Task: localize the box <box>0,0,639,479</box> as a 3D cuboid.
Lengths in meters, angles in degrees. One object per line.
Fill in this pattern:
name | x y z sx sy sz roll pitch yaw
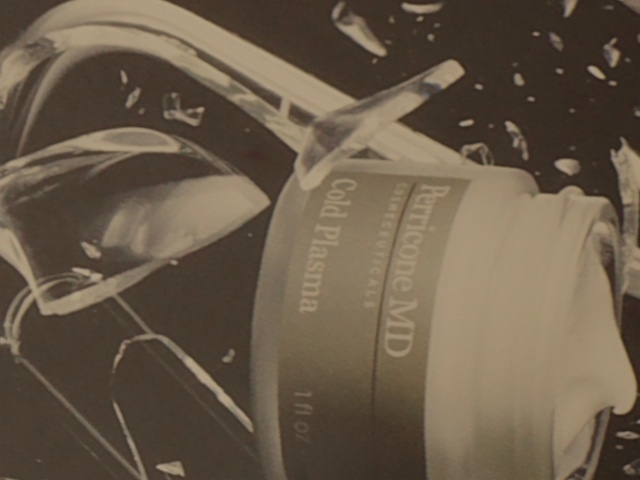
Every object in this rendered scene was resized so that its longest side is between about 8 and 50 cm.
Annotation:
box | 0.000 0.000 0.565 0.312 0.179 0.343 13 -70 -3
